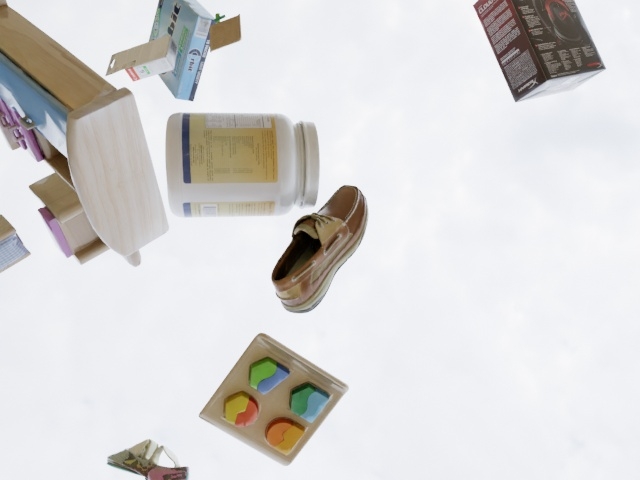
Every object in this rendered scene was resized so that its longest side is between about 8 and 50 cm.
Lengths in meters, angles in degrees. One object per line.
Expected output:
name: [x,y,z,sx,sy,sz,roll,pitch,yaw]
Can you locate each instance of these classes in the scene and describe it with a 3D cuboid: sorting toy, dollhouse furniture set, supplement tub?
sorting toy: [-0.156,-0.348,0.973,0.062,0.012,0.083,-17,-119,19]
dollhouse furniture set: [-0.301,0.004,0.452,0.303,0.286,0.198,-36,-122,-28]
sorting toy: [-0.082,0.285,1.035,0.208,0.193,0.038,-53,-168,13]
supplement tub: [-0.170,-0.165,1.302,0.316,0.228,0.228,-1,-126,-10]

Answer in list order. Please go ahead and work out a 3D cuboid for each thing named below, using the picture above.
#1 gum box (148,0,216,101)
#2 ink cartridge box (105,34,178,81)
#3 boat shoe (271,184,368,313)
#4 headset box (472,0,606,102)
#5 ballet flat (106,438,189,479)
gum box: [-0.266,-0.374,1.108,0.041,0.157,0.184,0,-142,-37]
ink cartridge box: [-0.297,-0.298,0.988,0.115,0.029,0.063,-13,-130,14]
boat shoe: [0.000,0.000,1.279,0.122,0.120,0.324,6,-125,37]
headset box: [0.511,-0.495,1.401,0.218,0.110,0.293,-18,-97,-29]
ballet flat: [-0.329,0.436,1.159,0.221,0.077,0.079,5,-115,38]
